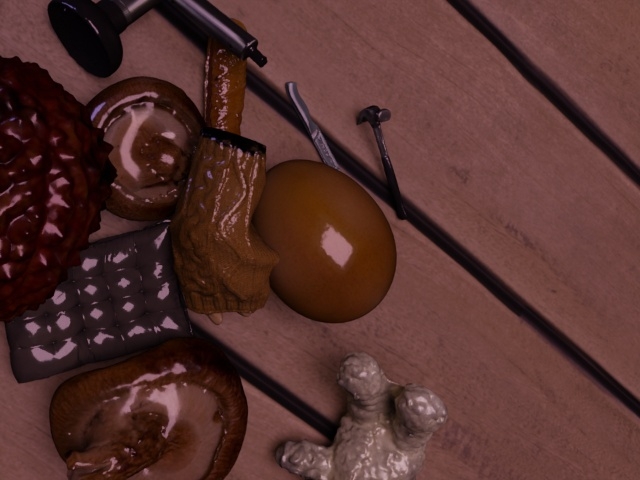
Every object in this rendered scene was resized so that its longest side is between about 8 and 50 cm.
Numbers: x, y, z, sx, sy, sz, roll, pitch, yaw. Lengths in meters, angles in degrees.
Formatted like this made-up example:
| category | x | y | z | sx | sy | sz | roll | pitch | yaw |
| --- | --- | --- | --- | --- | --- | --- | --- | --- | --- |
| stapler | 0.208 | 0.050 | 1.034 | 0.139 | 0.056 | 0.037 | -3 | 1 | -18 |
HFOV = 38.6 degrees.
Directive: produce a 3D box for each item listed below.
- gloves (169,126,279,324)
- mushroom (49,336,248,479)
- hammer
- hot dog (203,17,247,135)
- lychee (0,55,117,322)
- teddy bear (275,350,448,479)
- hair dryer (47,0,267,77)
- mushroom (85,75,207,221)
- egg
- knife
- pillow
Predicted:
| category | x | y | z | sx | sy | sz | roll | pitch | yaw |
| --- | --- | --- | --- | --- | --- | --- | --- | --- | --- |
| gloves | -0.175 | -0.019 | 1.568 | 0.155 | 0.203 | 0.356 | -15 | 116 | -35 |
| mushroom | -0.285 | 0.337 | 1.566 | 0.346 | 0.259 | 0.345 | -6 | 110 | -16 |
| hammer | 0.131 | -0.154 | 1.835 | 0.029 | 0.103 | 0.246 | -26 | 114 | -20 |
| hot dog | -0.176 | -0.275 | 1.711 | 0.088 | 0.061 | 0.285 | -2 | 93 | -34 |
| lychee | -0.534 | -0.075 | 1.352 | 0.425 | 0.500 | 0.424 | 12 | 75 | -51 |
| teddy bear | 0.051 | 0.468 | 1.691 | 0.327 | 0.375 | 0.362 | 27 | 56 | 20 |
| hair dryer | -0.258 | -0.386 | 1.580 | 0.320 | 0.155 | 0.284 | -37 | 60 | -21 |
| mushroom | -0.315 | -0.159 | 1.604 | 0.253 | 0.153 | 0.253 | -2 | 94 | -24 |
| egg | 0.000 | 0.000 | 1.686 | 0.250 | 0.250 | 0.322 | -35 | 95 | -18 |
| knife | -0.015 | -0.219 | 1.800 | 0.028 | 0.015 | 0.210 | -34 | 104 | -24 |
| pillow | -0.394 | 0.101 | 1.609 | 0.327 | 0.101 | 0.228 | -12 | 97 | -20 |
